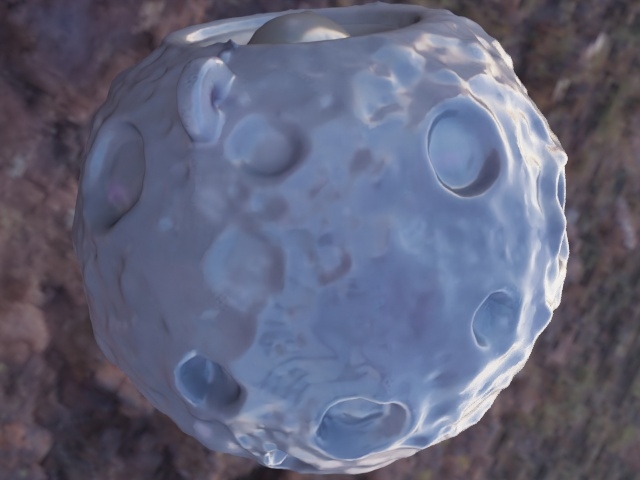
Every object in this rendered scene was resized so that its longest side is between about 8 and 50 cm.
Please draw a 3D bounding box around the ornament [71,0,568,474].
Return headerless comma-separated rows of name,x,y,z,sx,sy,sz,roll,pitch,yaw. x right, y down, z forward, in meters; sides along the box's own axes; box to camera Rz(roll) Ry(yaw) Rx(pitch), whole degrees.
ornament,0.000,0.000,1.036,0.337,0.337,0.337,-42,147,-36
